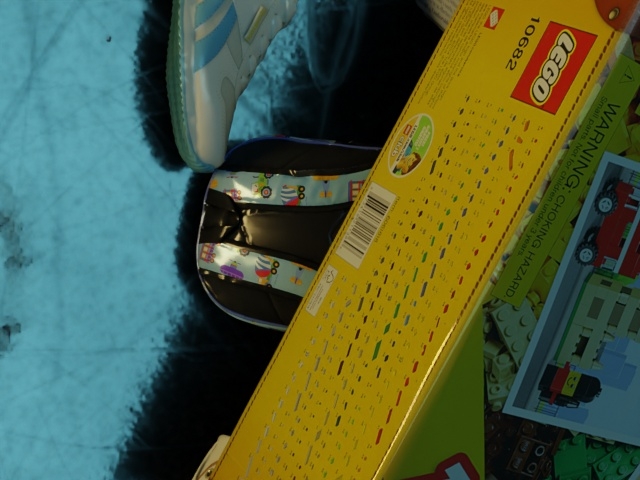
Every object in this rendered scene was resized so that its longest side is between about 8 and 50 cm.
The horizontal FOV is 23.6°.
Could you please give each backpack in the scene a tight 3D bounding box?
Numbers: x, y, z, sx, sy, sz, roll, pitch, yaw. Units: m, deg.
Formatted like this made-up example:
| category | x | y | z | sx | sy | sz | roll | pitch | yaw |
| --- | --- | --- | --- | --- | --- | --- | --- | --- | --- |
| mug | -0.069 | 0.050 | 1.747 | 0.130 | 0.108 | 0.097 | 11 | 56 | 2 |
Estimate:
| category | x | y | z | sx | sy | sz | roll | pitch | yaw |
| --- | --- | --- | --- | --- | --- | --- | --- | --- | --- |
| backpack | 0.000 | 0.000 | 1.162 | 0.173 | 0.117 | 0.158 | 8 | 88 | 15 |

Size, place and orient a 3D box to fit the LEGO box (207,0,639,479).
| category | x | y | z | sx | sy | sz | roll | pitch | yaw |
| --- | --- | --- | --- | --- | --- | --- | --- | --- | --- |
| LEGO box | 0.191 | 0.090 | 1.048 | 0.372 | 0.193 | 0.500 | 25 | 95 | -28 |

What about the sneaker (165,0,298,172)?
| category | x | y | z | sx | sy | sz | roll | pitch | yaw |
| --- | --- | --- | --- | --- | --- | --- | --- | --- | --- |
| sneaker | -0.065 | -0.163 | 1.141 | 0.092 | 0.087 | 0.229 | 7 | 84 | -13 |

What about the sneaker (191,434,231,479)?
| category | x | y | z | sx | sy | sz | roll | pitch | yaw |
| --- | --- | --- | --- | --- | --- | --- | --- | --- | --- |
| sneaker | -0.091 | 0.227 | 1.168 | 0.290 | 0.106 | 0.123 | -24 | 73 | -12 |

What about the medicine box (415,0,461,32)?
| category | x | y | z | sx | sy | sz | roll | pitch | yaw |
| --- | --- | --- | --- | --- | --- | --- | --- | --- | --- |
| medicine box | 0.204 | -0.309 | 1.137 | 0.263 | 0.149 | 0.289 | -19 | 125 | -15 |
